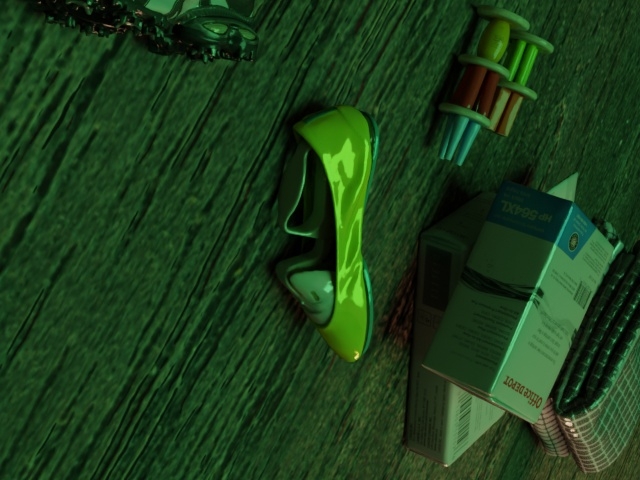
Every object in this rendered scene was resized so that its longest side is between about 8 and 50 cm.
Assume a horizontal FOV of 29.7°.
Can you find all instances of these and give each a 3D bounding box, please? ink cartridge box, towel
[{"bbox_3d":[0.198,0.064,1.200,0.148,0.086,0.203,35,79,-57],"label":"ink cartridge box"},{"bbox_3d":[0.381,0.148,1.604,0.284,0.121,0.235,-59,148,-15],"label":"towel"},{"bbox_3d":[0.189,0.075,1.327,0.239,0.060,0.275,-32,133,-45],"label":"ink cartridge box"}]

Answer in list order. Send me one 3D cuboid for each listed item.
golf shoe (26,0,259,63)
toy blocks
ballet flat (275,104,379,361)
[{"bbox_3d":[-0.106,-0.166,0.737,0.198,0.077,0.094,2,96,-64],"label":"golf shoe"},{"bbox_3d":[0.164,-0.137,1.167,0.123,0.054,0.148,21,91,-58],"label":"toy blocks"},{"bbox_3d":[0.000,0.000,0.999,0.077,0.077,0.231,-12,117,-29],"label":"ballet flat"}]
